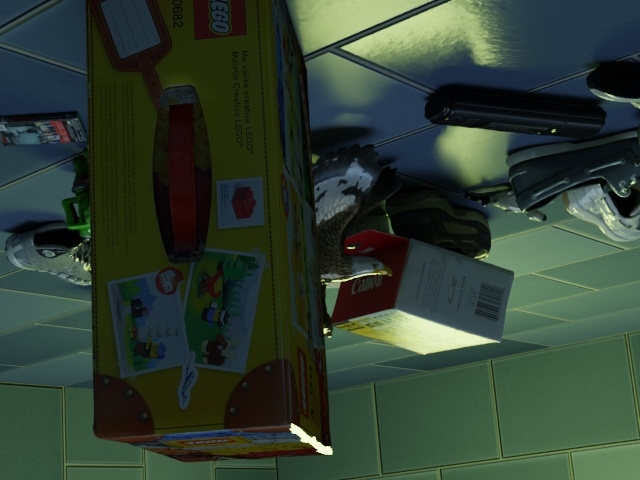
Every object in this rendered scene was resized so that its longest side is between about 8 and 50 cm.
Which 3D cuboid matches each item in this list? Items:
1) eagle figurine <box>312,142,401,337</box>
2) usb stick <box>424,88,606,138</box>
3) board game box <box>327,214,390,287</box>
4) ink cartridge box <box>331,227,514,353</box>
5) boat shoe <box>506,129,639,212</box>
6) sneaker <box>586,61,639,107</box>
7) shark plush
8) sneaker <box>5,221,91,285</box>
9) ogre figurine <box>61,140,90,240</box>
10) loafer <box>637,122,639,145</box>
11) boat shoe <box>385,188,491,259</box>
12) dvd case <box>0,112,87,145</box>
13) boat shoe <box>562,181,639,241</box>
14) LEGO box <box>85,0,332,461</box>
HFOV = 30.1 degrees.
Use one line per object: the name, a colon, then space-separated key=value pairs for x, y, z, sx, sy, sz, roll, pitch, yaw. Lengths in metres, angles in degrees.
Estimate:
eagle figurine: x=0.011 y=0.002 z=1.860 sx=0.225 sy=0.298 sz=0.226 roll=10 pitch=177 yaw=-30
usb stick: x=0.283 y=-0.180 z=1.707 sx=0.278 sy=0.045 sz=0.077 roll=2 pitch=170 yaw=-24
board game box: x=-0.044 y=0.031 z=2.340 sx=0.317 sy=0.066 sz=0.319 roll=-2 pitch=164 yaw=-8
ink cartridge box: x=0.140 y=0.095 z=2.089 sx=0.271 sy=0.130 sz=0.309 roll=18 pitch=165 yaw=-16
boat shoe: x=0.463 y=-0.109 z=1.910 sx=0.319 sy=0.099 sz=0.116 roll=-8 pitch=164 yaw=11
sneaker: x=0.432 y=-0.204 z=1.634 sx=0.161 sy=0.057 sz=0.075 roll=-3 pitch=159 yaw=-16
shark plush: x=0.340 y=-0.068 z=2.121 sx=0.161 sy=0.073 sz=0.067 roll=-10 pitch=-165 yaw=2
sneaker: x=-0.443 y=0.021 z=2.159 sx=0.228 sy=0.086 sz=0.132 roll=10 pitch=157 yaw=-40
ogre figurine: x=-0.338 y=-0.072 z=1.778 sx=0.096 sy=0.118 sz=0.197 roll=8 pitch=161 yaw=-39
loafer: x=0.562 y=-0.175 z=1.676 sx=0.112 sy=0.112 sz=0.319 roll=2 pitch=163 yaw=-21
boat shoe: x=0.221 y=0.007 z=2.205 sx=0.132 sy=0.130 sz=0.355 roll=-12 pitch=163 yaw=29
dvd case: x=-0.392 y=-0.155 z=1.660 sx=0.119 sy=0.013 sz=0.087 roll=-5 pitch=165 yaw=-3
boat shoe: x=0.536 y=-0.063 z=2.106 sx=0.096 sy=0.098 sz=0.277 roll=-17 pitch=160 yaw=40
LEGO box: x=-0.113 y=-0.021 z=1.313 sx=0.193 sy=0.500 sz=0.372 roll=-5 pitch=165 yaw=5
